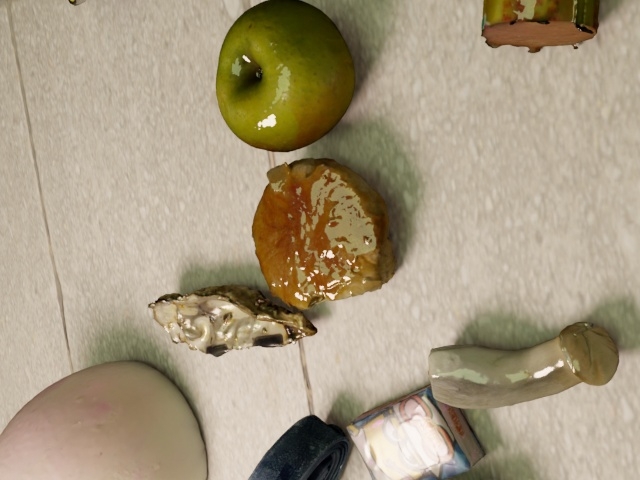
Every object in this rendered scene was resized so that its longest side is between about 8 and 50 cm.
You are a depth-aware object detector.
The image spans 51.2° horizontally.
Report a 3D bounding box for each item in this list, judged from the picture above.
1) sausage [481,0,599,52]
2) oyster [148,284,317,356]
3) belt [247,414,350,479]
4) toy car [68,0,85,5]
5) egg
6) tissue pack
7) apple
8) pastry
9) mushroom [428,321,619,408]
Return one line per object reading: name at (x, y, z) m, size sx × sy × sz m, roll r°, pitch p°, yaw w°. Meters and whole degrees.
sausage at (0.228, -0.357, 0.666) m, size 0.117 × 0.125 × 0.317 m, roll 0°, pitch 101°, yaw -4°
oyster at (-0.142, 0.130, 1.077) m, size 0.345 × 0.078 × 0.128 m, roll -5°, pitch 116°, yaw 36°
belt at (-0.037, 0.342, 0.966) m, size 0.082 × 0.141 × 0.190 m, roll 30°, pitch 76°, yaw 30°
toy car at (-0.395, -0.472, 1.122) m, size 0.161 × 0.126 × 0.098 m, roll 36°, pitch 145°, yaw 36°
egg at (-0.430, 0.418, 1.174) m, size 0.354 × 0.340 × 0.354 m, roll 8°, pitch 103°, yaw 35°
tissue pack at (0.122, 0.266, 0.892) m, size 0.155 × 0.065 × 0.115 m, roll -37°, pitch 76°, yaw 36°
apple at (-0.043, -0.214, 0.880) m, size 0.196 × 0.157 × 0.196 m, roll 6°, pitch 100°, yaw 36°
pastry at (0.000, 0.000, 0.920) m, size 0.218 × 0.100 × 0.229 m, roll 42°, pitch 115°, yaw 20°
mushroom at (0.231, 0.149, 0.781) m, size 0.223 × 0.081 × 0.092 m, roll -14°, pitch 109°, yaw 36°
